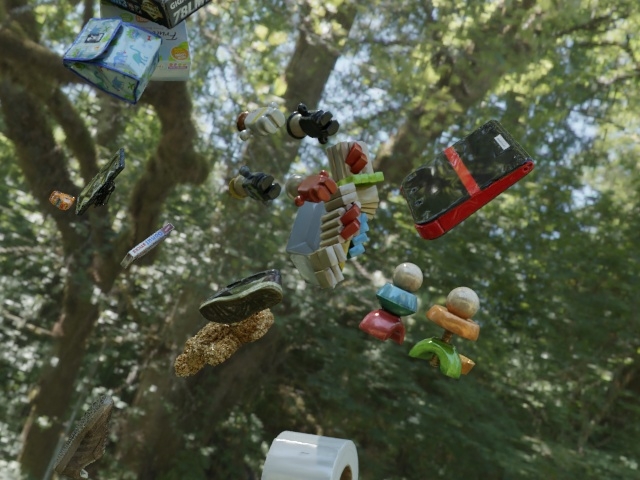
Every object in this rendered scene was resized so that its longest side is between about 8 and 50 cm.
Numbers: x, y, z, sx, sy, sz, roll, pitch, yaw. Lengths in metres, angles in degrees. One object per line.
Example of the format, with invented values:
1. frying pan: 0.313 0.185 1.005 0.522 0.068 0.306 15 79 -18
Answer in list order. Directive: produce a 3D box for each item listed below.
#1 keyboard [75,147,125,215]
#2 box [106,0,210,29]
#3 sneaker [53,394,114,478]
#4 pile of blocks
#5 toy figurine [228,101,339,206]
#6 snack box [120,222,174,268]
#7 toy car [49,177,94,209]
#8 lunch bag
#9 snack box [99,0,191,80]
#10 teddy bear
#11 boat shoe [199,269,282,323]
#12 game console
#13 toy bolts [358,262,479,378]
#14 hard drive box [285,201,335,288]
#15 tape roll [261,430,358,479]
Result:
1. keyboard: -0.489 -0.117 1.747 0.038 0.100 0.192 28 -53 -33
2. box: -0.314 -0.575 1.593 0.293 0.295 0.073 29 -30 28
3. sneaker: -0.445 0.386 1.519 0.071 0.188 0.066 33 11 -22
4. pile of blocks: 0.078 -0.067 1.732 0.149 0.362 0.113 18 -18 -25
5. toy figurine: -0.078 -0.175 1.590 0.210 0.213 0.148 -4 8 -33
6. snack box: -0.479 0.013 2.148 0.022 0.178 0.064 45 -49 1
7. toy car: -0.613 -0.118 1.923 0.060 0.122 0.040 41 16 -42
8. lunch bag: -0.395 -0.353 1.475 0.151 0.128 0.096 21 -35 -4
9. snack box: -0.373 -0.437 1.639 0.175 0.207 0.070 -4 -27 -18
10. teddy bear: -0.291 0.268 2.208 0.338 0.245 0.113 -27 -77 42
11. boat shoe: -0.169 0.121 1.694 0.224 0.073 0.080 -21 -52 33
12. game console: 0.384 -0.169 2.101 0.060 0.342 0.386 53 13 -22
13. toy bolts: 0.216 0.147 1.504 0.229 0.158 0.218 25 2 29
14. hard drive box: 0.000 0.000 2.033 0.089 0.181 0.232 11 -22 18
15. tape roll: -0.022 0.588 1.849 0.169 0.246 0.246 4 -18 19
